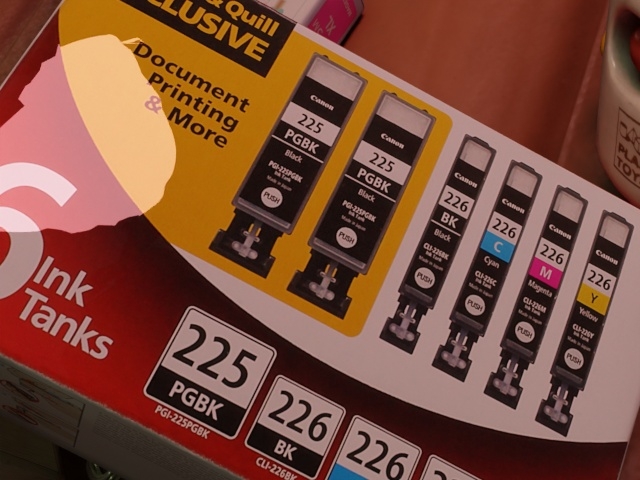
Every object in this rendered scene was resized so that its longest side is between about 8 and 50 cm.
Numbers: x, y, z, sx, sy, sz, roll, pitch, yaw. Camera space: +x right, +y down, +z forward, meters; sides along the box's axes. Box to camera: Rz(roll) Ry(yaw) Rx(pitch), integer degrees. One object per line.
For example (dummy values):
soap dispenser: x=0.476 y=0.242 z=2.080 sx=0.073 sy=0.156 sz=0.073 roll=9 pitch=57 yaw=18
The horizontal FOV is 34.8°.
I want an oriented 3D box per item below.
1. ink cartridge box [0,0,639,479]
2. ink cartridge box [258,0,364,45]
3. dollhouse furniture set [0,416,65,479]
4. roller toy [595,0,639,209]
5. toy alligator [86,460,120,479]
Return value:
ink cartridge box: x=0.000 y=0.000 z=0.499 sx=0.309 sy=0.130 sz=0.272 roll=28 pitch=64 yaw=-4
ink cartridge box: x=-0.122 y=-0.097 z=0.751 sx=0.185 sy=0.065 sz=0.311 roll=19 pitch=63 yaw=30
dollhouse furniture set: x=-0.292 y=0.124 z=0.551 sx=0.242 sy=0.161 sz=0.212 roll=-30 pitch=56 yaw=10
roller toy: x=0.242 y=-0.084 z=0.531 sx=0.209 sy=0.146 sz=0.191 roll=12 pitch=37 yaw=21
toy alligator: x=-0.192 y=0.087 z=0.652 sx=0.056 sy=0.051 sz=0.189 roll=-46 pitch=53 yaw=-13
